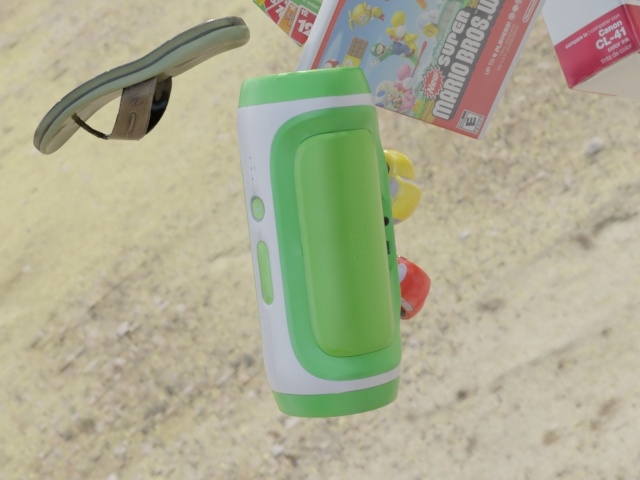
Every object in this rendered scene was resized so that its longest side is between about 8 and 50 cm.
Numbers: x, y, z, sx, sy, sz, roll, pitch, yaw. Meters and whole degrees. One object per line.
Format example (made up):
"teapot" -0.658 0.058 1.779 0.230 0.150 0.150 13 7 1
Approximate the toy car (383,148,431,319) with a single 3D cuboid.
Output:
"toy car" 0.066 0.027 1.500 0.053 0.239 0.225 10 29 37

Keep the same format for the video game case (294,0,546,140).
"video game case" 0.124 -0.245 1.422 0.025 0.285 0.204 41 112 51

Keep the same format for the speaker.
"speaker" 0.000 0.000 1.075 0.131 0.296 0.131 -6 5 1

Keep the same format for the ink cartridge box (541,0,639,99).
"ink cartridge box" 0.409 -0.364 1.710 0.131 0.226 0.306 -28 73 43

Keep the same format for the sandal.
"sandal" -0.213 -0.169 1.439 0.303 0.086 0.120 -25 6 15

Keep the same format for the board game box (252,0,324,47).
"board game box" -0.008 -0.459 2.117 0.259 0.124 0.039 -43 5 44
